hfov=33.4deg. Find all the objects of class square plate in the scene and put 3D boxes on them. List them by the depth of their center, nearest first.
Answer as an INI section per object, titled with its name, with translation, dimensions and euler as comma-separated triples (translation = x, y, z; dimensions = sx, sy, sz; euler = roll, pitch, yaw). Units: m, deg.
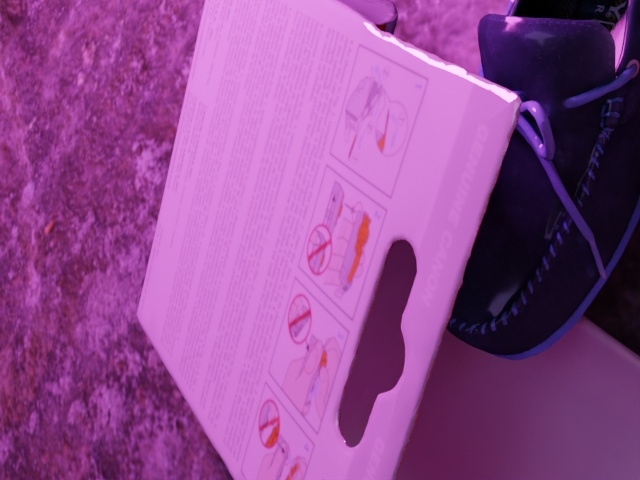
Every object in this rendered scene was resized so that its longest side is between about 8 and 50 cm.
[square plate]
translation = 0.100, 0.200, 0.665
dimensions = 0.347, 0.049, 0.344
euler = 41, 110, 42

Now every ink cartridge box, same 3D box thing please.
[ink cartridge box]
translation = 0.000, 0.000, 0.691
dimensions = 0.385, 0.091, 0.308
euler = 42, 121, 54

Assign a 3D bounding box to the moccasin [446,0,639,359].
[moccasin]
translation = 0.131, -0.105, 0.626
dimensions = 0.137, 0.117, 0.342
euler = 11, 79, 42
